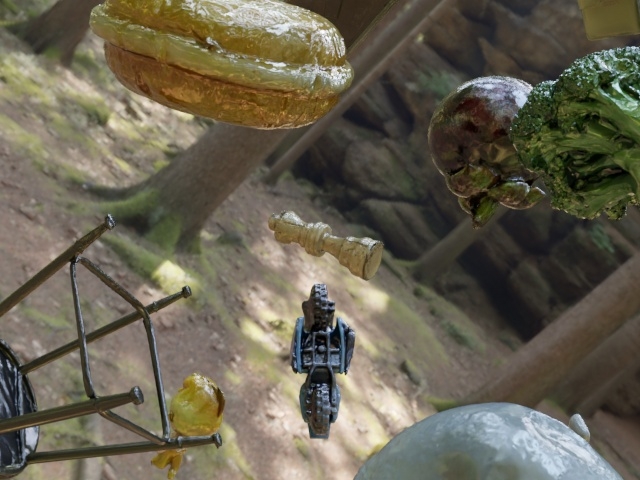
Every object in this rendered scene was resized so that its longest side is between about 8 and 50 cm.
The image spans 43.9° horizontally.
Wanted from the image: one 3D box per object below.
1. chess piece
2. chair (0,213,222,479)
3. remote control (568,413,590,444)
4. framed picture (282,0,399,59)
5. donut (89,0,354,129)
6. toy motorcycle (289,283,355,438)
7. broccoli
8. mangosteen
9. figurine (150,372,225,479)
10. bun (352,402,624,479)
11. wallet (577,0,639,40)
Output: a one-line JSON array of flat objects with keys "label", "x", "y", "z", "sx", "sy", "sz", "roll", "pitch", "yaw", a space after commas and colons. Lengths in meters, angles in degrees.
[{"label": "chess piece", "x": 0.000, "y": -0.001, "z": 1.103, "sx": 0.172, "sy": 0.060, "sz": 0.060, "roll": 21, "pitch": 0, "yaw": 24}, {"label": "chair", "x": -0.471, "y": 0.244, "z": 1.499, "sx": 0.362, "sy": 0.410, "sz": 0.364, "roll": 58, "pitch": 13, "yaw": -60}, {"label": "remote control", "x": 0.437, "y": 0.371, "z": 1.362, "sx": 0.050, "sy": 0.027, "sz": 0.184, "roll": -104, "pitch": -178, "yaw": -51}, {"label": "framed picture", "x": 0.036, "y": -0.515, "z": 1.722, "sx": 0.016, "sy": 0.289, "sz": 0.213, "roll": -18, "pitch": 69, "yaw": -52}, {"label": "donut", "x": -0.159, "y": -0.322, "z": 1.337, "sx": 0.449, "sy": 0.198, "sz": 0.449, "roll": 13, "pitch": 21, "yaw": -5}, {"label": "toy motorcycle", "x": 0.002, "y": 0.325, "z": 2.103, "sx": 0.232, "sy": 0.172, "sz": 0.416, "roll": 96, "pitch": -8, "yaw": -57}, {"label": "broccoli", "x": 0.410, "y": -0.130, "z": 1.069, "sx": 0.295, "sy": 0.265, "sz": 0.245, "roll": 30, "pitch": 21, "yaw": -12}, {"label": "mangosteen", "x": 0.384, "y": -0.216, "z": 1.780, "sx": 0.311, "sy": 0.311, "sz": 0.311, "roll": 44, "pitch": 11, "yaw": -11}, {"label": "figurine", "x": -0.296, "y": 0.411, "z": 1.782, "sx": 0.131, "sy": 0.246, "sz": 0.156, "roll": 38, "pitch": 21, "yaw": 23}, {"label": "bun", "x": 0.188, "y": 0.352, "z": 0.890, "sx": 0.354, "sy": 0.354, "sz": 0.194, "roll": 45, "pitch": 20, "yaw": -4}, {"label": "wallet", "x": 0.469, "y": -0.408, "z": 1.289, "sx": 0.110, "sy": 0.039, "sz": 0.155, "roll": 6, "pitch": -61, "yaw": 53}]
